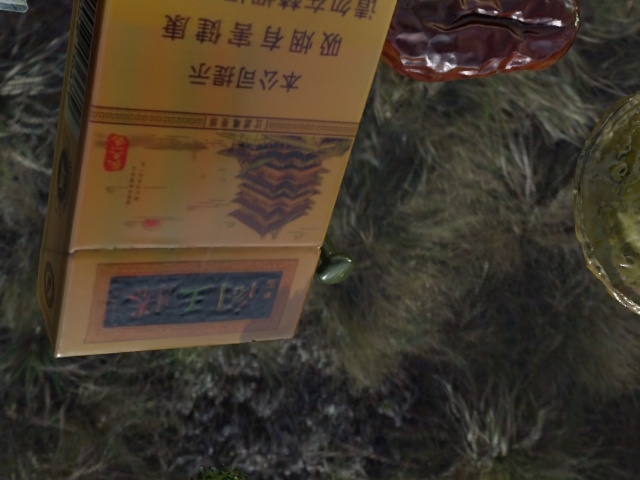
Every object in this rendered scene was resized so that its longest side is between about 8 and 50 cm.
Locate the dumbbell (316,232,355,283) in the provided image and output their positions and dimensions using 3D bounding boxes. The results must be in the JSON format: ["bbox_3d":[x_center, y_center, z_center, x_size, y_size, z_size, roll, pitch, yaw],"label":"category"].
[{"bbox_3d":[0.000,0.000,1.112,0.046,0.118,0.052,1,138,-38],"label":"dumbbell"}]

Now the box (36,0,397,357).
[{"bbox_3d":[-0.072,-0.058,0.549,0.174,0.076,0.274,0,122,-29],"label":"box"}]

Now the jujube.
[{"bbox_3d":[0.254,-0.360,1.428,0.342,0.216,0.216,1,113,-3],"label":"jujube"}]

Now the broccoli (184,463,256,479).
[{"bbox_3d":[-0.106,0.283,0.691,0.219,0.194,0.194,5,120,39],"label":"broccoli"}]

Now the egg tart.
[{"bbox_3d":[0.653,-0.070,1.542,0.443,0.178,0.443,1,87,-19],"label":"egg tart"}]

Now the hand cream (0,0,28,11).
[{"bbox_3d":[-0.400,-0.387,1.086,0.067,0.042,0.194,5,109,-2],"label":"hand cream"}]
